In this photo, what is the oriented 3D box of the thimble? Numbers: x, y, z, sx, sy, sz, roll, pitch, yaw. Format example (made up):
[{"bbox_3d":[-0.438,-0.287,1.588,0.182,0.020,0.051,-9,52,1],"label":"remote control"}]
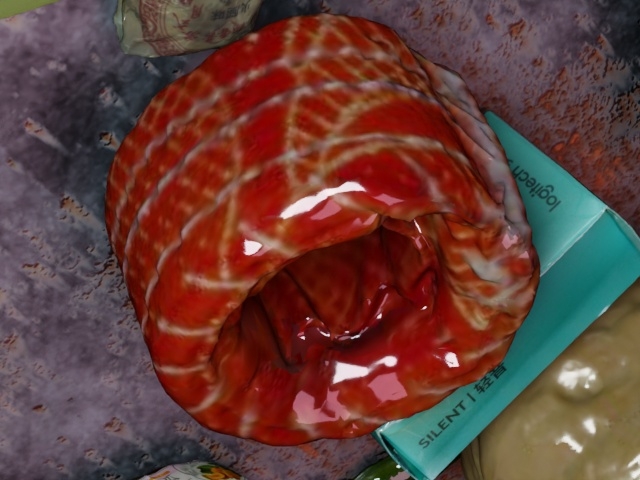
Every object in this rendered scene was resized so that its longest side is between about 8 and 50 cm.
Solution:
[{"bbox_3d":[0.000,0.000,1.464,0.350,0.230,0.350,-11,141,-9],"label":"thimble"}]

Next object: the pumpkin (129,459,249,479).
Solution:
[{"bbox_3d":[-0.150,0.348,1.693,0.260,0.189,0.260,-7,101,-38],"label":"pumpkin"}]

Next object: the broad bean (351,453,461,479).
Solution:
[{"bbox_3d":[0.055,0.320,1.886,0.144,0.049,0.292,7,118,-42],"label":"broad bean"}]

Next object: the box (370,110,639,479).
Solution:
[{"bbox_3d":[0.133,0.050,1.646,0.311,0.205,0.118,-44,134,1],"label":"box"}]

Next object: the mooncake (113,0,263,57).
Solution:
[{"bbox_3d":[-0.099,-0.207,1.398,0.125,0.073,0.130,-13,146,-30],"label":"mooncake"}]

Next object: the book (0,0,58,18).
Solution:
[{"bbox_3d":[-0.212,-0.292,1.324,0.352,0.035,0.239,-21,131,-20],"label":"book"}]

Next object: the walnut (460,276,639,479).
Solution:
[{"bbox_3d":[0.339,0.211,1.798,0.383,0.383,0.383,-16,126,-23],"label":"walnut"}]
